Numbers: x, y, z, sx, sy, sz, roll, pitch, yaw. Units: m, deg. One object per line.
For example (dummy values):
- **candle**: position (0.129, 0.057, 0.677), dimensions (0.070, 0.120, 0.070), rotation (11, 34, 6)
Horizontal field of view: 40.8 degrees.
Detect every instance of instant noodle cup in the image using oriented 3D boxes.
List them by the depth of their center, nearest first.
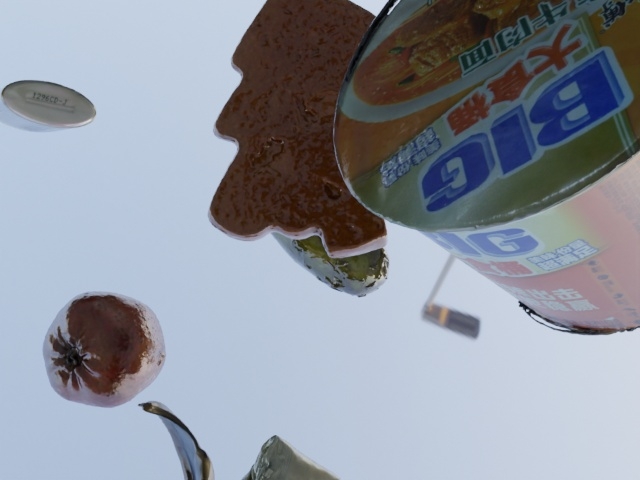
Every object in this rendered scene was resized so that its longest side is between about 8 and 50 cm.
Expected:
- **instant noodle cup**: position (0.182, -0.076, 0.620), dimensions (0.214, 0.296, 0.297), rotation (41, -143, -38)

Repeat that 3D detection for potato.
- **potato**: position (0.000, 0.000, 1.371), dimensions (0.251, 0.149, 0.113), rotation (30, -92, 14)

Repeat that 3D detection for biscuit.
- **biscuit**: position (0.006, -0.134, 0.894), dimensions (0.283, 0.043, 0.307), rotation (-13, -99, 1)

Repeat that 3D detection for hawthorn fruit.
- **hawthorn fruit**: position (-0.312, 0.164, 1.299), dimensions (0.179, 0.179, 0.200), rotation (44, -168, 21)

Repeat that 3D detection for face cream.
- **face cream**: position (-0.458, -0.212, 1.386), dimensions (0.139, 0.285, 0.067), rotation (11, -91, -27)

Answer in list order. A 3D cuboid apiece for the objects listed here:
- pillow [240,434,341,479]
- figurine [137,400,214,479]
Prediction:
- **pillow**: position (-0.044, 0.361, 1.190), dimensions (0.077, 0.181, 0.134), rotation (13, -115, 46)
- **figurine**: position (-0.159, 0.409, 0.797), dimensions (0.268, 0.387, 0.401), rotation (-24, -134, -17)
